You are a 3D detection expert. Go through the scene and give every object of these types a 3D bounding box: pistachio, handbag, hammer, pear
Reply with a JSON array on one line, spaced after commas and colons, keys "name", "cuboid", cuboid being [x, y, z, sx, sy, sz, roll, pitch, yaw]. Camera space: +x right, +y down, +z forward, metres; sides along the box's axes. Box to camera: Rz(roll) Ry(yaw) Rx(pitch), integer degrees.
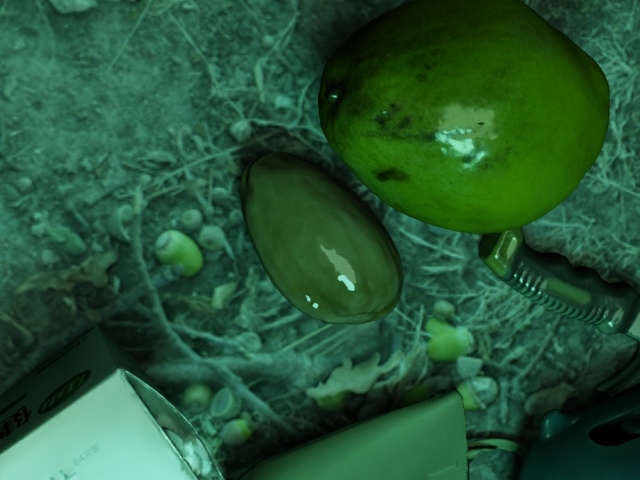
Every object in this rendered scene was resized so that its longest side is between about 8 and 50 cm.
[{"name": "pistachio", "cuboid": [0.000, 0.000, 1.318, 0.185, 0.108, 0.126, 46, 62, -10]}, {"name": "handbag", "cuboid": [0.078, 0.270, 1.384, 0.315, 0.109, 0.241, -13, 103, -16]}, {"name": "hammer", "cuboid": [0.253, 0.050, 1.426, 0.226, 0.041, 0.159, 26, 90, -18]}, {"name": "pear", "cuboid": [0.124, -0.112, 1.279, 0.269, 0.212, 0.212, 0, 99, -25]}]

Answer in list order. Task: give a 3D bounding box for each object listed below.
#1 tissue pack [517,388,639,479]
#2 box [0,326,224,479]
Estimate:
[{"name": "tissue pack", "cuboid": [0.332, 0.242, 1.392, 0.287, 0.198, 0.206, -17, 107, -15]}, {"name": "box", "cuboid": [-0.260, 0.229, 1.245, 0.333, 0.173, 0.145, -35, 106, -7]}]
